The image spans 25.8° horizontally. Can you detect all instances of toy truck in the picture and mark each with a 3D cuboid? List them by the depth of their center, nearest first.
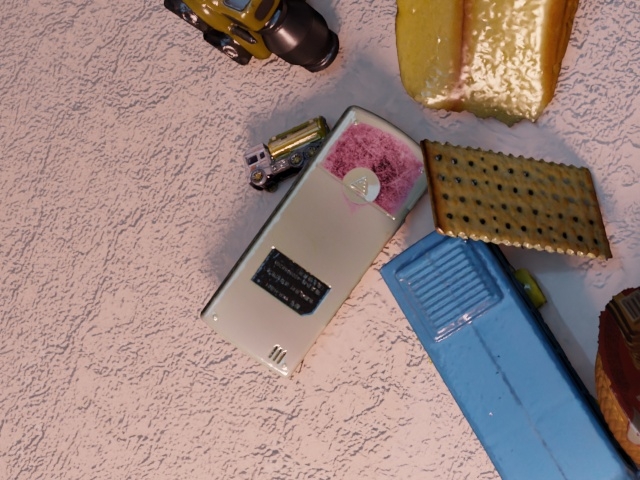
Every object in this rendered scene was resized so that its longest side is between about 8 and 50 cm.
[{"bbox_3d":[0.220,0.160,1.622,0.161,0.162,0.385,-33,73,11],"label":"toy truck"},{"bbox_3d":[-0.076,-0.294,1.763,0.165,0.224,0.147,36,94,27],"label":"toy truck"},{"bbox_3d":[-0.041,-0.112,1.813,0.123,0.052,0.063,-23,71,14],"label":"toy truck"}]

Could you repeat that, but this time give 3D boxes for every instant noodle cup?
[{"bbox_3d":[0.387,0.184,1.536,0.274,0.274,0.091,57,134,17],"label":"instant noodle cup"}]

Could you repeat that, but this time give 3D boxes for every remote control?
[{"bbox_3d":[0.000,0.000,1.761,0.145,0.050,0.344,36,95,-4],"label":"remote control"}]

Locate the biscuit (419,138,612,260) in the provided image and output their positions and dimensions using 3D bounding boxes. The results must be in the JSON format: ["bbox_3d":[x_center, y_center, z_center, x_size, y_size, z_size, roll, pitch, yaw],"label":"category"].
[{"bbox_3d":[0.228,-0.046,1.628,0.016,0.231,0.139,126,144,-49],"label":"biscuit"}]

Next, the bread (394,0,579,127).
[{"bbox_3d":[0.221,-0.349,1.754,0.233,0.245,0.362,13,117,19],"label":"bread"}]
